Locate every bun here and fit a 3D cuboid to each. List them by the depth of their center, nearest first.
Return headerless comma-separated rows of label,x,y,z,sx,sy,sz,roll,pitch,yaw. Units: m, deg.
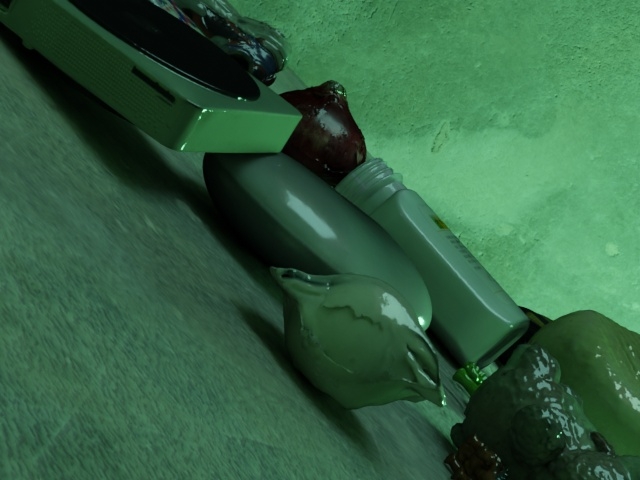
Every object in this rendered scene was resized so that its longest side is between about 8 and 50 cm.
bun,0.438,0.270,2.359,0.361,0.213,0.361,32,22,-15

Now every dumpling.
dumpling,0.027,0.091,1.367,0.188,0.108,0.127,35,-21,9

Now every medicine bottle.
medicine bottle,0.149,0.033,2.284,0.324,0.124,0.179,51,9,14

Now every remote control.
remote control,0.000,0.000,1.644,0.221,0.103,0.332,43,3,38

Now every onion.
onion,-0.002,-0.163,2.360,0.184,0.147,0.184,32,6,-4

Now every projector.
projector,-0.170,-0.165,1.485,0.257,0.079,0.259,38,15,16

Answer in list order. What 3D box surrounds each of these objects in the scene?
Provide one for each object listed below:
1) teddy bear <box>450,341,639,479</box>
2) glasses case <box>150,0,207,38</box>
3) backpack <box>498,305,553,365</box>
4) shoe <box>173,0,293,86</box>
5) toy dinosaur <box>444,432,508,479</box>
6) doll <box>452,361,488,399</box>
teddy bear,0.250,0.239,1.644,0.236,0.151,0.267,49,-1,-44
glasses case,-0.210,-0.270,1.985,0.327,0.076,0.125,48,6,0
backpack,0.366,0.190,2.716,0.258,0.133,0.206,44,14,28
shoe,-0.160,-0.280,2.359,0.228,0.125,0.099,24,-28,-3
toy dinosaur,0.158,0.228,1.562,0.055,0.049,0.154,49,2,-15
doll,0.209,0.200,2.011,0.115,0.050,0.190,54,5,-4
